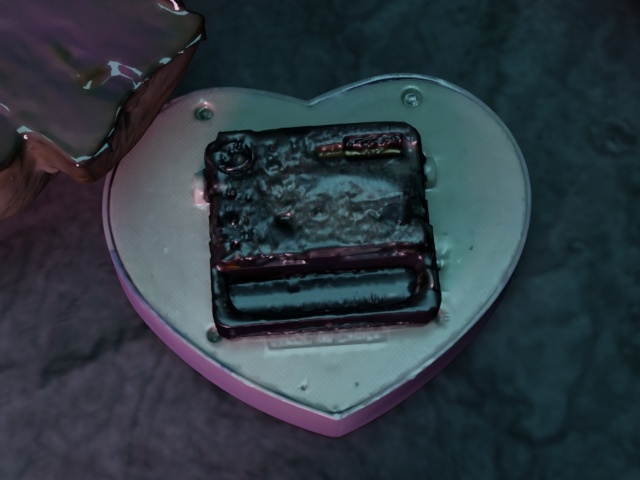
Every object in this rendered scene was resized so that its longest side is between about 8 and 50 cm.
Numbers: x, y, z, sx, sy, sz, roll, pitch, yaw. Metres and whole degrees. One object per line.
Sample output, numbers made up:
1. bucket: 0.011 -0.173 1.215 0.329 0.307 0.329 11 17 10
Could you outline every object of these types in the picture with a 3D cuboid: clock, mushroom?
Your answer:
1. clock: 0.000 0.000 0.627 0.198 0.064 0.172 -4 64 -1
2. mushroom: -0.137 -0.088 0.639 0.141 0.117 0.188 36 72 -1
